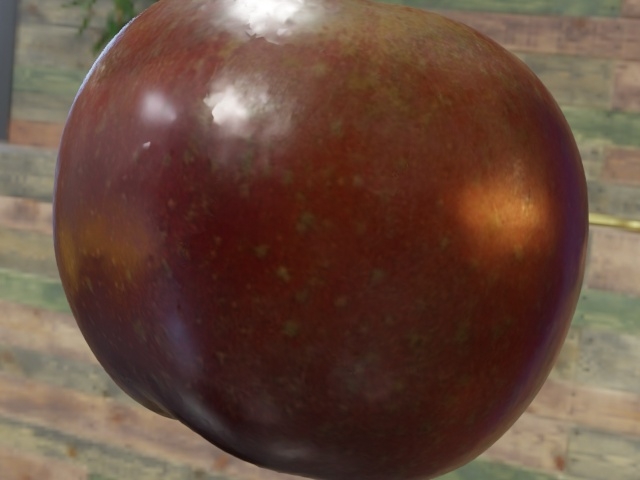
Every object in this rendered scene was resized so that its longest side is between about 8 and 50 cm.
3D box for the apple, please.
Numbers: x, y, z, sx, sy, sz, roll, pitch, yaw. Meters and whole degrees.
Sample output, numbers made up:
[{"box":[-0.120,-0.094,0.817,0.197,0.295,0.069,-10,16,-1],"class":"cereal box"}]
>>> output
[{"box":[0.000,0.000,0.748,0.348,0.277,0.348,13,-1,0],"class":"apple"}]
